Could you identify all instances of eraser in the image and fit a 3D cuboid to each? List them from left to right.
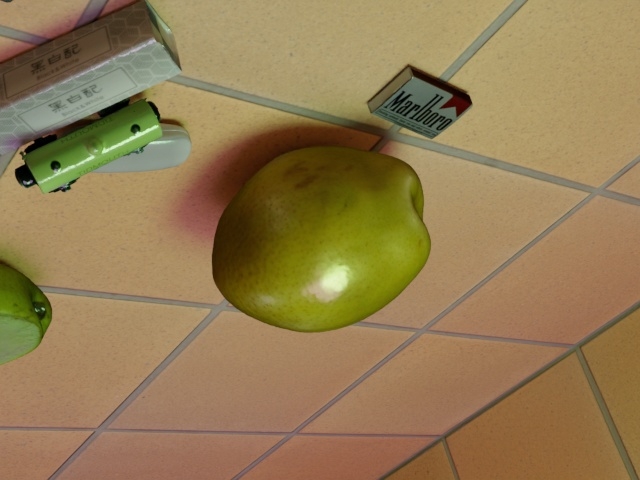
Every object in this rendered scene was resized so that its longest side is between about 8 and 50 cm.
[{"bbox_3d":[-0.418,-0.235,1.533,0.404,0.098,0.096,-22,148,7],"label":"eraser"}]

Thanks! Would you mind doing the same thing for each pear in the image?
[{"bbox_3d":[-0.659,0.126,1.928,0.282,0.176,0.286,0,150,-30],"label":"pear"},{"bbox_3d":[0.000,0.000,1.873,0.418,0.362,0.362,-16,150,9],"label":"pear"}]

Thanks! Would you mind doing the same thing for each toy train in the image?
[{"bbox_3d":[-0.365,-0.151,1.586,0.253,0.105,0.157,-28,-166,-13],"label":"toy train"}]

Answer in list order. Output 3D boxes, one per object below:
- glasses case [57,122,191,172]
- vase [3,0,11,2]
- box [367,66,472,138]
[{"bbox_3d":[-0.340,-0.160,1.729,0.234,0.059,0.092,-4,145,-20],"label":"glasses case"},{"bbox_3d":[-0.492,-0.373,1.298,0.086,0.086,0.214,-37,149,29],"label":"vase"},{"bbox_3d":[0.187,-0.256,1.864,0.177,0.036,0.115,16,136,-42],"label":"box"}]
